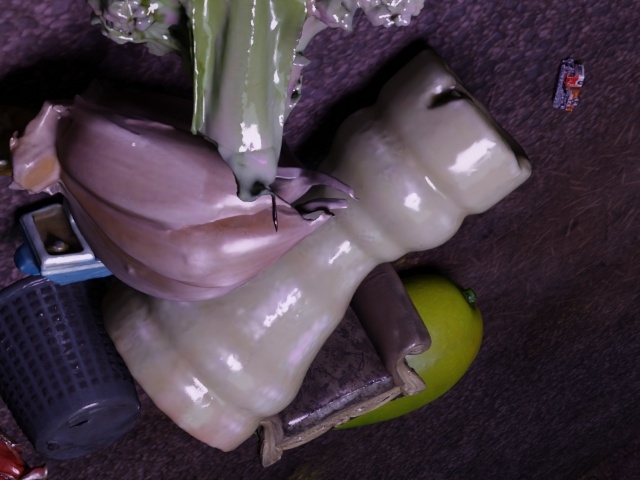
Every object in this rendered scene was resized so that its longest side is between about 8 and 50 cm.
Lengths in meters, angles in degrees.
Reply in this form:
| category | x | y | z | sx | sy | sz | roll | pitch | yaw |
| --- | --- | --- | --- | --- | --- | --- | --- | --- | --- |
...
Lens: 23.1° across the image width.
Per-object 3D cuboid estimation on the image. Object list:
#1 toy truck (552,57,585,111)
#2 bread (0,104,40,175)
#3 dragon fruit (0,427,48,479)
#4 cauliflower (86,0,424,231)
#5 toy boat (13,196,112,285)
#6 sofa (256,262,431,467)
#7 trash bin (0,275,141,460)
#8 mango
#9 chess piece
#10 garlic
| category | x | y | z | sx | sy | sz | roll | pitch | yaw |
| --- | --- | --- | --- | --- | --- | --- | --- | --- | --- |
| toy truck | 0.287 | -0.180 | 1.807 | 0.032 | 0.024 | 0.083 | 4 | 152 | 0 |
| bread | -0.284 | -0.087 | 1.375 | 0.110 | 0.060 | 0.066 | -6 | 114 | -38 |
| dragon fruit | -0.421 | 0.279 | 1.651 | 0.299 | 0.244 | 0.244 | 14 | 147 | 3 |
| cauliflower | -0.057 | -0.167 | 1.236 | 0.256 | 0.239 | 0.315 | -3 | 99 | -40 |
| toy boat | -0.195 | -0.028 | 1.532 | 0.215 | 0.088 | 0.102 | -15 | 146 | -24 |
| sofa | -0.018 | 0.113 | 1.828 | 0.258 | 0.200 | 0.182 | -24 | 155 | -7 |
| trash bin | -0.274 | 0.144 | 1.673 | 0.175 | 0.161 | 0.175 | -22 | 154 | -12 |
| mango | 0.051 | 0.160 | 2.026 | 0.343 | 0.156 | 0.192 | -22 | 144 | -6 |
| chess piece | 0.000 | 0.000 | 1.634 | 0.442 | 0.234 | 0.234 | -41 | 152 | 8 |
| garlic | -0.118 | -0.059 | 1.376 | 0.292 | 0.210 | 0.237 | 22 | 156 | -5 |
